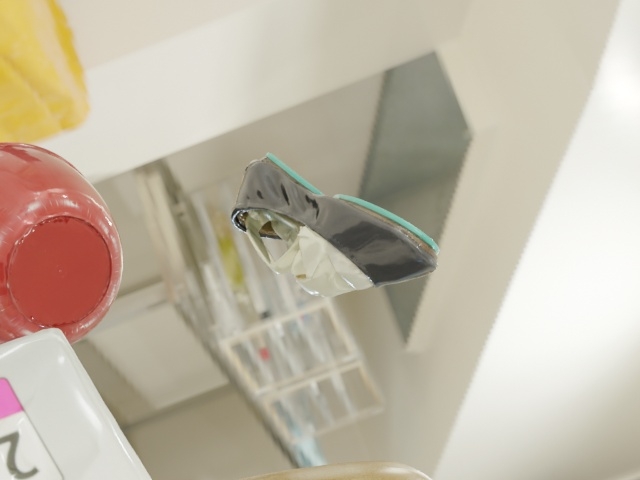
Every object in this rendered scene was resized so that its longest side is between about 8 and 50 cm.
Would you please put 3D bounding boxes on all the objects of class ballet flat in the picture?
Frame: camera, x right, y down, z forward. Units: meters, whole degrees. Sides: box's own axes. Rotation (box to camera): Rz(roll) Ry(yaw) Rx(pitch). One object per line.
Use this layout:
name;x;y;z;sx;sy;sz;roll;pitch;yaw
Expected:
ballet flat;0.000;0.000;0.912;0.203;0.074;0.074;29;-31;52

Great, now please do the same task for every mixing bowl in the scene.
mixing bowl;-0.221;0.017;1.067;0.098;0.181;0.181;11;-50;52

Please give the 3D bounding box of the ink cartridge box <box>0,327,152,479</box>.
ink cartridge box;-0.161;0.174;0.470;0.239;0.275;0.060;52;-36;28

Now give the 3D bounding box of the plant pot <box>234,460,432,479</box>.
plant pot;-0.028;0.191;0.973;0.236;0.236;0.032;56;23;-72
